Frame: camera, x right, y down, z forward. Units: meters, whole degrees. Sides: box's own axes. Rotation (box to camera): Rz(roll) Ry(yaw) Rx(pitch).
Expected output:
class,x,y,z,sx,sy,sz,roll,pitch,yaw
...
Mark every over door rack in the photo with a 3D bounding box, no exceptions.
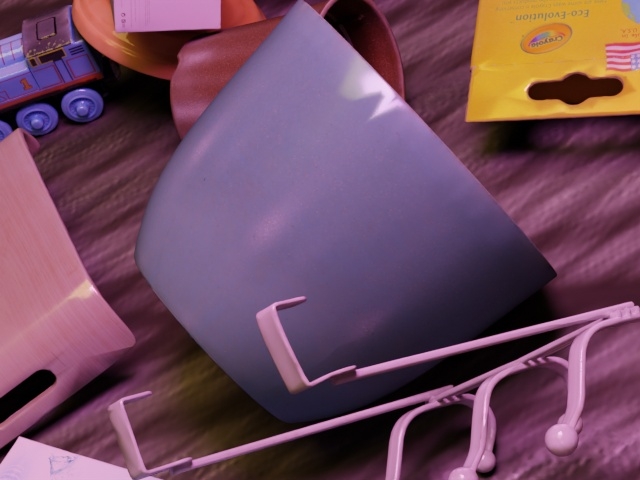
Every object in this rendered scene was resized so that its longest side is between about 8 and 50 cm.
class,x,y,z,sx,sy,sz,roll,pitch,yaw
over door rack,0.053,0.122,1.277,0.239,0.324,0.108,-33,61,52

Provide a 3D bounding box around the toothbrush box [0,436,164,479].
class,x,y,z,sx,sy,sz,roll,pitch,yaw
toothbrush box,-0.142,0.288,1.362,0.295,0.126,0.216,12,54,34

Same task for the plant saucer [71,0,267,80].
class,x,y,z,sx,sy,sz,roll,pitch,yaw
plant saucer,-0.140,-0.220,1.843,0.200,0.037,0.200,11,35,-8

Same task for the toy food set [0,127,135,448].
class,x,y,z,sx,sy,sz,roll,pitch,yaw
toy food set,-0.301,0.055,1.699,0.219,0.092,0.306,-37,42,3

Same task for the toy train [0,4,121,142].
class,x,y,z,sx,sy,sz,roll,pitch,yaw
toy train,-0.292,-0.159,1.874,0.184,0.105,0.080,-17,43,7

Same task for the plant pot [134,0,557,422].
class,x,y,z,sx,sy,sz,roll,pitch,yaw
plant pot,0.000,0.000,1.478,0.235,0.293,0.293,-44,44,2

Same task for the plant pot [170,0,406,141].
class,x,y,z,sx,sy,sz,roll,pitch,yaw
plant pot,-0.034,-0.133,1.706,0.165,0.167,0.167,-3,47,32

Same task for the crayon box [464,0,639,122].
class,x,y,z,sx,sy,sz,roll,pitch,yaw
crayon box,0.246,-0.233,1.683,0.202,0.081,0.319,-1,65,25

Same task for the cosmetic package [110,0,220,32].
class,x,y,z,sx,sy,sz,roll,pitch,yaw
cosmetic package,-0.154,-0.263,1.783,0.098,0.060,0.239,-5,28,-7
